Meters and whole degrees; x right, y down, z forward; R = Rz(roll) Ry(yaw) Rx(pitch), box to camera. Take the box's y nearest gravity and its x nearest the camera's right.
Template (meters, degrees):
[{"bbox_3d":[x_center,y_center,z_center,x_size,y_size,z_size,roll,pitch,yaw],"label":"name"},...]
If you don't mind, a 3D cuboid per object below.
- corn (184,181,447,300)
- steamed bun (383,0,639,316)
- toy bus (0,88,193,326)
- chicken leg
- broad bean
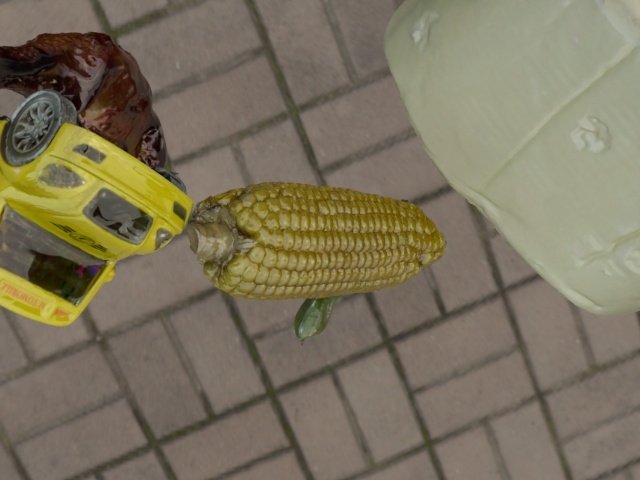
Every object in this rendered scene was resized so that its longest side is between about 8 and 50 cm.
[{"bbox_3d":[0.000,0.000,1.095,0.321,0.119,0.119,-2,112,-44],"label":"corn"},{"bbox_3d":[0.323,-0.158,1.201,0.290,0.371,0.456,-39,95,-38],"label":"steamed bun"},{"bbox_3d":[-0.264,-0.024,0.864,0.144,0.330,0.152,37,67,-46],"label":"toy bus"},{"bbox_3d":[-0.234,-0.118,0.989,0.095,0.407,0.158,20,78,15],"label":"chicken leg"},{"bbox_3d":[0.039,0.038,1.497,0.256,0.052,0.052,-51,121,-20],"label":"broad bean"}]
